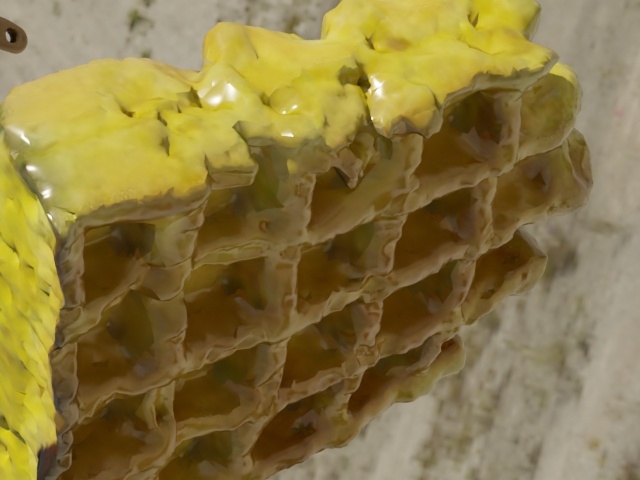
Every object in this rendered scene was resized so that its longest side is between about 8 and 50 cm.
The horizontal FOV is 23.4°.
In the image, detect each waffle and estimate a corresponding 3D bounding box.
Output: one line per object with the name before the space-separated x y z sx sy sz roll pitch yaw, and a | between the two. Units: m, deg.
waffle | 0.000 0.000 0.463 0.055 0.210 0.160 49 146 31

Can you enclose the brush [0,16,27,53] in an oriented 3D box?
brush | -0.226 -0.134 0.835 0.014 0.170 0.043 -6 72 40
